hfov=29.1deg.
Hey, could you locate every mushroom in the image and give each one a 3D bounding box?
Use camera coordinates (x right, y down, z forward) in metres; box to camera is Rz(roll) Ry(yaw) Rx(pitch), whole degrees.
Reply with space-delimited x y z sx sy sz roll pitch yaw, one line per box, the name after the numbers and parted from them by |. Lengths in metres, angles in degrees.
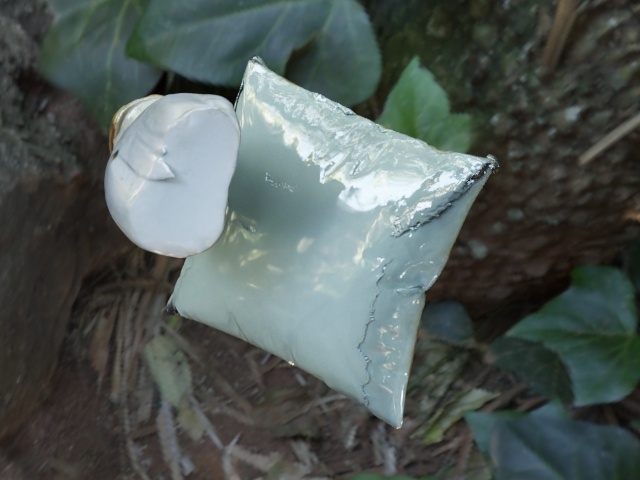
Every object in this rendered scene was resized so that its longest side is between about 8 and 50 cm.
-0.148 -0.084 1.242 0.159 0.329 0.122 -46 108 2 | mushroom

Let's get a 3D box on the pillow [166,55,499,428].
0.000 0.000 1.294 0.310 0.312 0.119 25 16 21 | pillow
